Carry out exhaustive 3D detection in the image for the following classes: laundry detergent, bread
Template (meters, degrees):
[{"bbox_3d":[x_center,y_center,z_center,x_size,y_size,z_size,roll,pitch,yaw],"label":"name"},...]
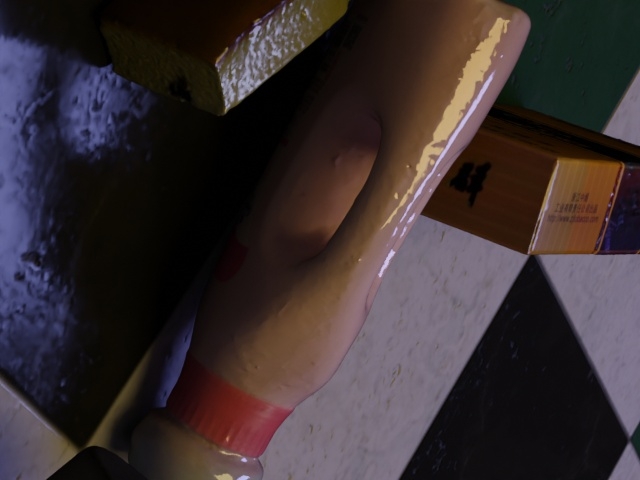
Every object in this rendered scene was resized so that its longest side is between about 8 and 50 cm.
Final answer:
[{"bbox_3d":[0.000,0.000,1.118,0.088,0.159,0.335,27,96,-17],"label":"laundry detergent"},{"bbox_3d":[-0.015,-0.151,1.052,0.226,0.088,0.049,-43,138,-34],"label":"bread"}]

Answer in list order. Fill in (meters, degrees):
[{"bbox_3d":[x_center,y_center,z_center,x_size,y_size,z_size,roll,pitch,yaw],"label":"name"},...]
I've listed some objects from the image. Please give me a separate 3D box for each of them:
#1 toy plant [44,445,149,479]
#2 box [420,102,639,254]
[{"bbox_3d":[-0.197,0.291,0.941,0.400,0.279,0.185,-46,108,-2],"label":"toy plant"},{"bbox_3d":[0.135,-0.042,1.283,0.237,0.152,0.070,-2,110,-56],"label":"box"}]
